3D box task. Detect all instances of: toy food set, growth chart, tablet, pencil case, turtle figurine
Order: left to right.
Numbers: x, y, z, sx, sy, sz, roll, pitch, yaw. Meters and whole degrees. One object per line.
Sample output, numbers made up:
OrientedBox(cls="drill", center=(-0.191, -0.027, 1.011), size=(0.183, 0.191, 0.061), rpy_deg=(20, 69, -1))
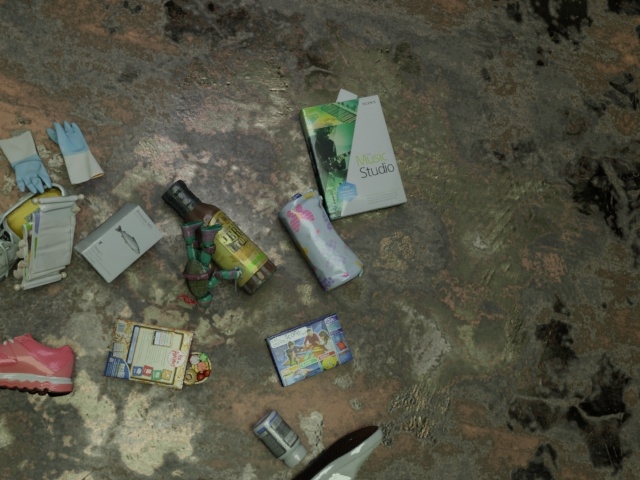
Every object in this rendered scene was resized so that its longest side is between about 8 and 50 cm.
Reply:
OrientedBox(cls="growth chart", center=(-0.650, 0.002, 1.701), size=(0.021, 0.172, 0.237), rpy_deg=(19, 101, 27))
OrientedBox(cls="toy food set", center=(-0.319, 0.323, 1.814), size=(0.083, 0.020, 0.082), rpy_deg=(-10, 83, -15))
OrientedBox(cls="turtle figurine", center=(-0.283, 0.074, 1.762), size=(0.175, 0.118, 0.234), rpy_deg=(4, 109, 21))
OrientedBox(cls="pencil case", center=(0.000, 0.000, 1.900), size=(0.124, 0.113, 0.273), rpy_deg=(-31, 89, -19))
OrientedBox(cls="tablet", center=(0.070, -0.388, 2.041), size=(0.054, 0.006, 0.083), rpy_deg=(21, 76, -9))

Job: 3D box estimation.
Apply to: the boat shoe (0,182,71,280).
OrientedBox(cls="boat shoe", center=(-0.747, -0.007, 1.695), size=(0.367, 0.156, 0.136), rpy_deg=(-41, 91, -17))

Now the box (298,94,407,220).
OrientedBox(cls="box", center=(0.090, -0.231, 1.990), size=(0.232, 0.058, 0.321), rpy_deg=(-14, 84, -16))

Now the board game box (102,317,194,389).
OrientedBox(cls="board game box", center=(-0.424, 0.282, 1.771), size=(0.194, 0.045, 0.146), rpy_deg=(12, 78, -5))

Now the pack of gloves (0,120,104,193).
OrientedBox(cls="pack of gloves", center=(-0.669, -0.218, 1.755), size=(0.195, 0.046, 0.232), rpy_deg=(-22, 55, -22))

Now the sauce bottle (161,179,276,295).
OrientedBox(cls="sauce bottle", center=(-0.266, -0.011, 1.838), size=(0.344, 0.111, 0.111), rpy_deg=(45, 73, -4))

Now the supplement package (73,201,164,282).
OrientedBox(cls="supplement package", center=(-0.499, 0.002, 1.767), size=(0.179, 0.105, 0.105), rpy_deg=(-44, 114, -17))

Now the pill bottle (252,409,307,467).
OrientedBox(cls="pill bottle", center=(-0.101, 0.503, 1.806), size=(0.078, 0.078, 0.137), rpy_deg=(-42, 92, -17))

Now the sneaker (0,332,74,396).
OrientedBox(cls="sneaker", center=(-0.737, 0.283, 1.687), size=(0.314, 0.116, 0.136), rpy_deg=(13, 67, -18))

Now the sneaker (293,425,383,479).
OrientedBox(cls="sneaker", center=(0.057, 0.595, 1.826), size=(0.290, 0.106, 0.123), rpy_deg=(-36, 100, -9))

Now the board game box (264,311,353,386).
OrientedBox(cls="board game box", center=(-0.030, 0.286, 1.884), size=(0.201, 0.035, 0.136), rpy_deg=(-18, 85, -16))
